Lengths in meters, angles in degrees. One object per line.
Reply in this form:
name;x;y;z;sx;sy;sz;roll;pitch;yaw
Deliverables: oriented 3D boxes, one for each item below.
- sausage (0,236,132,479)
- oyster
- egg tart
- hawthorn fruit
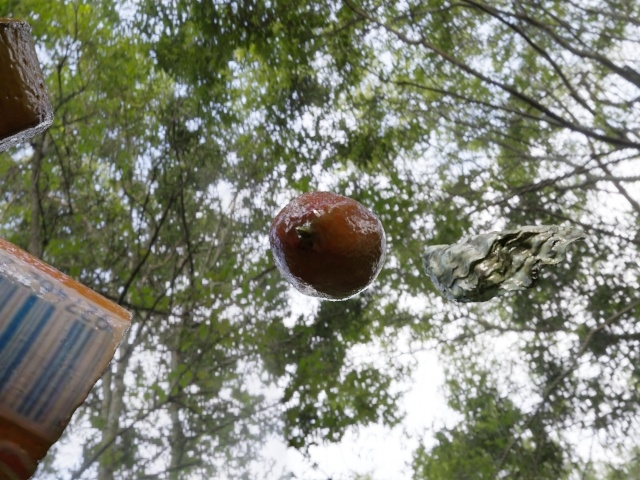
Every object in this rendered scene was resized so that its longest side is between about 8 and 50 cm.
sausage;-0.384;0.103;0.725;0.287;0.233;0.233;33;-64;-16
oyster;0.120;0.005;0.453;0.100;0.098;0.037;-26;-80;4
egg tart;-0.460;-0.200;0.930;0.202;0.202;0.147;-25;-79;8
hawthorn fruit;0.000;0.000;1.127;0.199;0.199;0.251;-27;-18;10
